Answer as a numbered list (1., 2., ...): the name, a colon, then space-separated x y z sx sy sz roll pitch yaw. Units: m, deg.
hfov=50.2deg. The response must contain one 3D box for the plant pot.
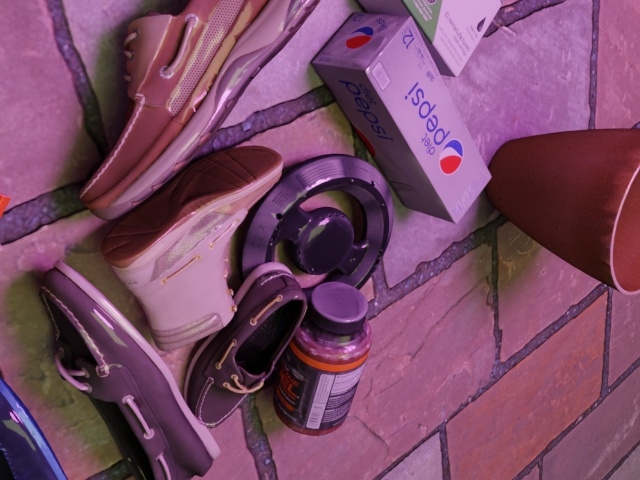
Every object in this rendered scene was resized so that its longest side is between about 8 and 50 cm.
1. plant pot: 0.389 -0.074 1.035 0.237 0.254 0.237 -18 120 -35

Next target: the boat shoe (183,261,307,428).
1. boat shoe: -0.091 0.136 0.804 0.081 0.068 0.227 18 108 -37

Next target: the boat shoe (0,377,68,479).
1. boat shoe: -0.296 0.251 0.673 0.089 0.109 0.258 -27 122 -27

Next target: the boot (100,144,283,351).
1. boot: -0.116 0.008 0.739 0.213 0.077 0.165 -39 139 -25

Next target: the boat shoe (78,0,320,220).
1. boat shoe: -0.129 -0.164 0.654 0.116 0.123 0.324 39 89 -10

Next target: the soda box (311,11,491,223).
1. soda box: 0.111 -0.147 0.867 0.091 0.098 0.286 -52 134 -13

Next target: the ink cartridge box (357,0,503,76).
1. ink cartridge box: 0.157 -0.332 0.837 0.153 0.087 0.208 37 81 -44

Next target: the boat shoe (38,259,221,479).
1. boat shoe: -0.205 0.166 0.712 0.095 0.112 0.335 -45 135 -25

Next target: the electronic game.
1. electronic game: 0.000 0.000 0.865 0.229 0.048 0.229 -19 126 -28

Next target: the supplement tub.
1. supplement tub: 0.004 0.146 0.858 0.106 0.106 0.197 -18 136 -36

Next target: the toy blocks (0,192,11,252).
1. toy blocks: -0.317 -0.030 0.569 0.123 0.054 0.148 24 91 -44
